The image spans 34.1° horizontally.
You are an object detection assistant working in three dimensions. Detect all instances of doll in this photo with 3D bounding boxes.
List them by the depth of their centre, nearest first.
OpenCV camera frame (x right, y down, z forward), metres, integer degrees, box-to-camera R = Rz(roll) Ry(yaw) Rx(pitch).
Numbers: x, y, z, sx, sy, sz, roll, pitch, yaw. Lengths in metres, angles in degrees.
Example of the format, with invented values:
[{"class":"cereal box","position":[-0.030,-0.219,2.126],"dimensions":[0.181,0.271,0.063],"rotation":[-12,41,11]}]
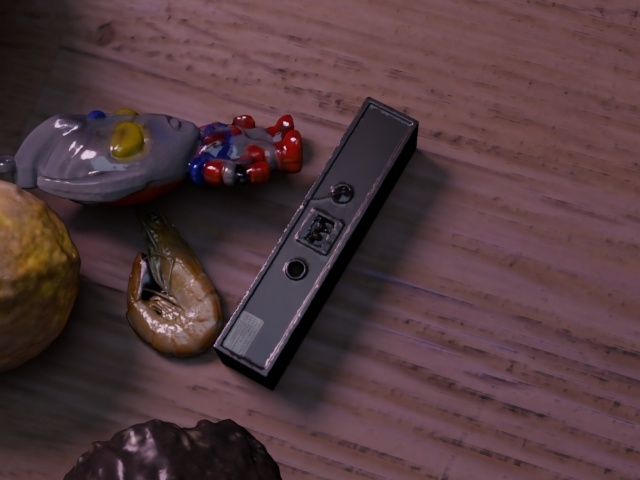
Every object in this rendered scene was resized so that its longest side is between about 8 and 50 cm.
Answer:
[{"class":"doll","position":[-0.109,-0.054,0.666],"dimensions":[0.194,0.062,0.104],"rotation":[-5,48,-10]}]

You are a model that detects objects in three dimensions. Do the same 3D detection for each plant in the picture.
[{"class":"plant","position":[-0.062,0.200,0.541],"dimensions":[0.142,0.131,0.203],"rotation":[-47,60,32]}]

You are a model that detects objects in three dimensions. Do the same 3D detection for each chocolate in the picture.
[{"class":"chocolate","position":[-0.296,0.037,0.617],"dimensions":[0.309,0.134,0.134],"rotation":[-5,71,-4]}]

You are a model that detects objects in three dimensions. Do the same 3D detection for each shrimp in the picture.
[{"class":"shrimp","position":[-0.104,0.028,0.668],"dimensions":[0.059,0.023,0.108],"rotation":[-35,72,-1]}]

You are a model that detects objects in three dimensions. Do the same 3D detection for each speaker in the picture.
[{"class":"speaker","position":[0.000,0.000,0.660],"dimensions":[0.040,0.046,0.191],"rotation":[28,74,12]}]
